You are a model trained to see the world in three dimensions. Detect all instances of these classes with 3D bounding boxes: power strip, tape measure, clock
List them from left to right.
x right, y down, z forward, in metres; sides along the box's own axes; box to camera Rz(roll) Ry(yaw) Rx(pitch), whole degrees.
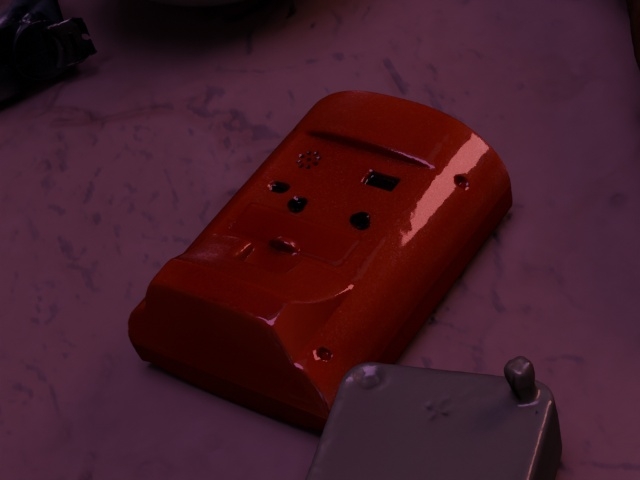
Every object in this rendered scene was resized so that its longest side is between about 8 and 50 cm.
[{"bbox_3d":[-0.195,-0.148,0.893,0.107,0.180,0.104,-22,60,-5],"label":"tape measure"},{"bbox_3d":[-0.005,0.134,0.617,0.145,0.061,0.215,4,47,21],"label":"power strip"},{"bbox_3d":[0.000,0.000,0.751,0.113,0.061,0.155,17,52,33],"label":"clock"}]

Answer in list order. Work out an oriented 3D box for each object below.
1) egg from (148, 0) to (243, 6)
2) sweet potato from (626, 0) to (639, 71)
[{"bbox_3d":[-0.056,-0.201,0.904,0.192,0.149,0.149,-12,44,6],"label":"egg"},{"bbox_3d":[0.180,-0.120,0.790,0.114,0.092,0.341,-35,39,20],"label":"sweet potato"}]
